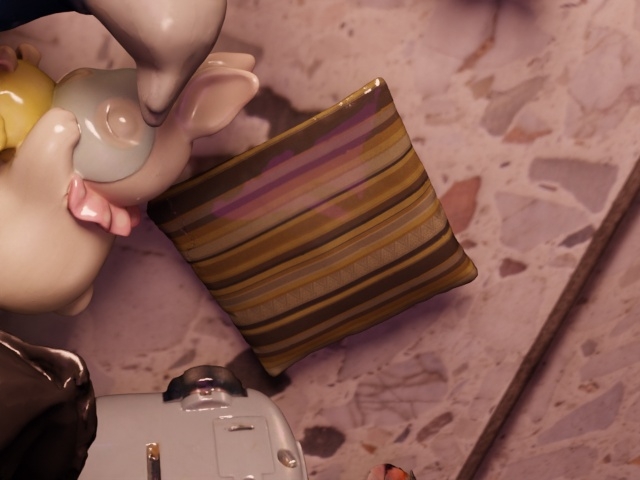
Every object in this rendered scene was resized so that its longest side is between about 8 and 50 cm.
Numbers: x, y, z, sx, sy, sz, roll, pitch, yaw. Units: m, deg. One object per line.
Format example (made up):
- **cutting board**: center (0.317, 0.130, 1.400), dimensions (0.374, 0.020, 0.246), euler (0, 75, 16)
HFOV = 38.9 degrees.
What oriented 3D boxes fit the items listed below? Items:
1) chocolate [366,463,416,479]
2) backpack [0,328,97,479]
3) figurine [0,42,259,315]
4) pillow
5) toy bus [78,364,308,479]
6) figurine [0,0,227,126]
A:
- **chocolate**: center (0.028, 0.328, 0.894), dimensions (0.147, 0.221, 0.221), euler (-1, 124, 11)
- **backpack**: center (-0.365, 0.105, 0.553), dimensions (0.445, 0.255, 0.363), euler (20, 148, -18)
- **figurine**: center (-0.163, -0.068, 0.618), dimensions (0.155, 0.127, 0.235), euler (41, 105, -10)
- **pillow**: center (0.000, 0.000, 0.737), dimensions (0.208, 0.052, 0.212), euler (-27, 122, 8)
- **toy bus**: center (-0.155, 0.255, 0.788), dimensions (0.287, 0.194, 0.232), euler (-4, 131, -11)
- **figurine**: center (-0.195, -0.157, 0.481), dimensions (0.283, 0.204, 0.338), euler (44, 95, -8)
